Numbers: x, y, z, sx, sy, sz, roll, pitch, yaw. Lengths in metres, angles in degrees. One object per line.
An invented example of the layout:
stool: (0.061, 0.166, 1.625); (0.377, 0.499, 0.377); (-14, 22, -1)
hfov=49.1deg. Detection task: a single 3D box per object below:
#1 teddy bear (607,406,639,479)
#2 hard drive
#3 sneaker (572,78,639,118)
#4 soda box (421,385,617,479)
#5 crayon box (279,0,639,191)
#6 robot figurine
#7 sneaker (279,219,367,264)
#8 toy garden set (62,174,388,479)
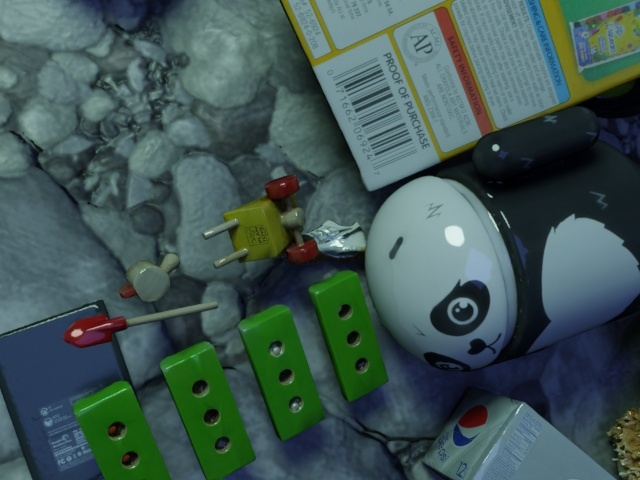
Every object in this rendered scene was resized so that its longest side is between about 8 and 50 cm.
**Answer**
teddy bear: (0.414, 0.134, 0.701); (0.338, 0.113, 0.245); (-44, 100, -15)
hard drive: (-0.200, 0.126, 0.565); (0.094, 0.022, 0.135); (-19, 91, -17)
sneaker: (0.195, -0.225, 0.680); (0.300, 0.111, 0.121); (24, 54, -9)
soda box: (0.236, 0.258, 0.643); (0.286, 0.098, 0.091); (40, 77, -9)
crayon box: (0.145, -0.198, 0.565); (0.323, 0.083, 0.203); (-22, 110, 13)
robot figurine: (0.176, 0.009, 0.606); (0.278, 0.173, 0.209); (-15, 90, -17)
sneaker: (0.000, 0.000, 0.635); (0.083, 0.032, 0.037); (0, 63, -14)
toy garden set: (-0.081, 0.077, 0.564); (0.244, 0.049, 0.204); (-25, 109, -22)
